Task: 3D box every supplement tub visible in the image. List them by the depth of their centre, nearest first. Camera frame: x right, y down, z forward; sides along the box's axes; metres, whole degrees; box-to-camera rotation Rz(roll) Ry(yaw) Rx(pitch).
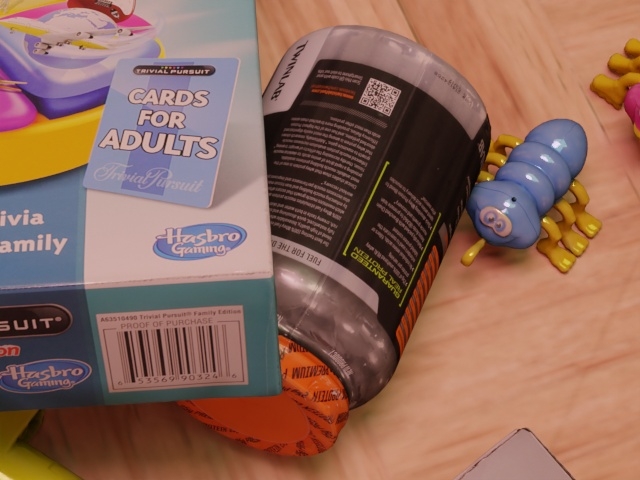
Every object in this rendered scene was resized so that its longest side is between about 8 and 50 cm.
[{"bbox_3d":[0.000,0.000,0.832,0.117,0.117,0.190,25,60,1],"label":"supplement tub"}]

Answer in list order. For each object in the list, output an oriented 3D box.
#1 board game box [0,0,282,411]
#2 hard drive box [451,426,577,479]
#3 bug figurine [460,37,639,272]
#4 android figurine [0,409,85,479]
[{"bbox_3d":[-0.153,-0.075,0.781,0.254,0.079,0.336,-3,46,-2],"label":"board game box"},{"bbox_3d":[0.005,0.199,0.694,0.232,0.181,0.089,-36,76,-25],"label":"hard drive box"},{"bbox_3d":[0.212,-0.010,0.911,0.279,0.072,0.216,34,61,6],"label":"bug figurine"},{"bbox_3d":[-0.238,0.093,0.765,0.273,0.056,0.248,30,61,3],"label":"android figurine"}]
